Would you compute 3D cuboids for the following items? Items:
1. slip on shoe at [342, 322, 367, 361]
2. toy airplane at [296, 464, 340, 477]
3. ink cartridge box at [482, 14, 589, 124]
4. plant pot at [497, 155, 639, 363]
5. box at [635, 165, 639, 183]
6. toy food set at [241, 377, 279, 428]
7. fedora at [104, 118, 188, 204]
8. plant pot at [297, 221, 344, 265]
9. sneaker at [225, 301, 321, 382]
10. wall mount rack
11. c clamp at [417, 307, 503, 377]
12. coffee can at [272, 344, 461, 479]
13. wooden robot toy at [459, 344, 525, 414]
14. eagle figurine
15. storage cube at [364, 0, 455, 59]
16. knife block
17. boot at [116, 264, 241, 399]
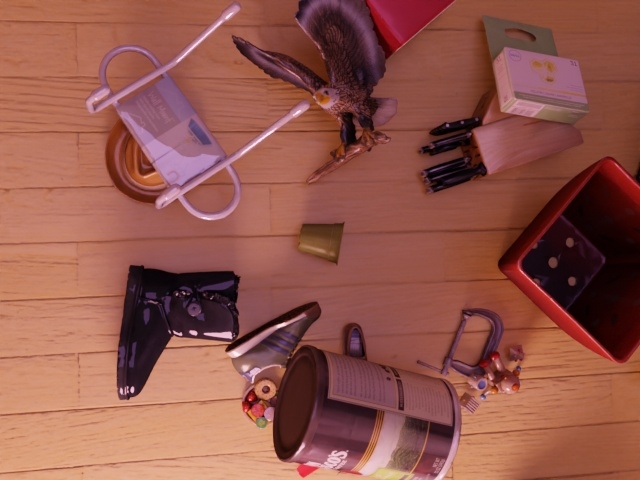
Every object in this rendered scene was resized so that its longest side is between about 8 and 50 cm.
[{"bbox_3d":[0.068,0.223,1.553,0.051,0.041,0.135,-1,87,-11],"label":"slip on shoe"},{"bbox_3d":[0.006,0.369,1.540,0.151,0.028,0.151,1,86,-13],"label":"toy airplane"},{"bbox_3d":[0.413,-0.344,1.590,0.171,0.056,0.235,5,65,-20],"label":"ink cartridge box"},{"bbox_3d":[0.491,0.038,1.548,0.267,0.236,0.267,43,81,-7],"label":"plant pot"},{"bbox_3d":[0.958,-0.243,1.625,0.479,0.297,0.472,22,85,-9],"label":"box"},{"bbox_3d":[-0.104,0.303,1.525,0.083,0.020,0.082,-40,95,-11],"label":"toy food set"},{"bbox_3d":[-0.294,-0.161,1.480,0.194,0.079,0.194,0,88,-11],"label":"fedora"},{"bbox_3d":[0.000,0.000,1.537,0.079,0.083,0.083,9,85,1],"label":"plant pot"},{"bbox_3d":[-0.074,0.192,1.520,0.192,0.064,0.086,-28,100,-11],"label":"sneaker"},{"bbox_3d":[-0.209,-0.222,1.400,0.304,0.130,0.350,-36,93,-15],"label":"wall mount rack"},{"bbox_3d":[0.284,0.200,1.607,0.137,0.022,0.161,29,82,-8],"label":"c clamp"},{"bbox_3d":[0.079,0.312,1.452,0.275,0.201,0.202,16,84,-18],"label":"coffee can"},{"bbox_3d":[0.344,0.268,1.578,0.173,0.079,0.076,-36,113,-11],"label":"wooden robot toy"},{"bbox_3d":[0.012,-0.286,1.473,0.226,0.225,0.298,-29,94,-11],"label":"eagle figurine"},{"bbox_3d":[0.134,-0.469,1.528,0.215,0.183,0.193,-41,96,-11],"label":"storage cube"},{"bbox_3d":[0.339,-0.162,1.603,0.275,0.088,0.242,27,83,-9],"label":"knife block"},{"bbox_3d":[-0.249,0.167,1.464,0.207,0.094,0.247,6,80,-7],"label":"boot"}]
